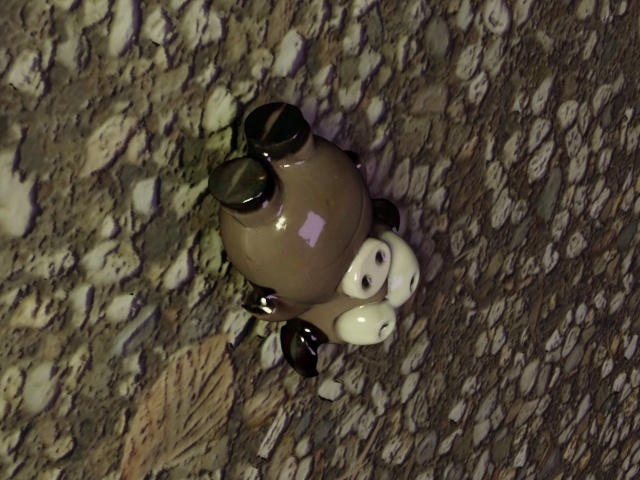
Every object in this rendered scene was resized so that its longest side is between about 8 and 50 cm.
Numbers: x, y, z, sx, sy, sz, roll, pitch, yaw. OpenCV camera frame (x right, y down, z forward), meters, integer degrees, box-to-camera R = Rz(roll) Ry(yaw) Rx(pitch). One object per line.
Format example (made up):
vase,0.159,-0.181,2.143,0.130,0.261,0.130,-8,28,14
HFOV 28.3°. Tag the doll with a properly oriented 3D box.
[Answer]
doll,-0.002,-0.001,1.055,0.182,0.117,0.257,-57,138,-21
